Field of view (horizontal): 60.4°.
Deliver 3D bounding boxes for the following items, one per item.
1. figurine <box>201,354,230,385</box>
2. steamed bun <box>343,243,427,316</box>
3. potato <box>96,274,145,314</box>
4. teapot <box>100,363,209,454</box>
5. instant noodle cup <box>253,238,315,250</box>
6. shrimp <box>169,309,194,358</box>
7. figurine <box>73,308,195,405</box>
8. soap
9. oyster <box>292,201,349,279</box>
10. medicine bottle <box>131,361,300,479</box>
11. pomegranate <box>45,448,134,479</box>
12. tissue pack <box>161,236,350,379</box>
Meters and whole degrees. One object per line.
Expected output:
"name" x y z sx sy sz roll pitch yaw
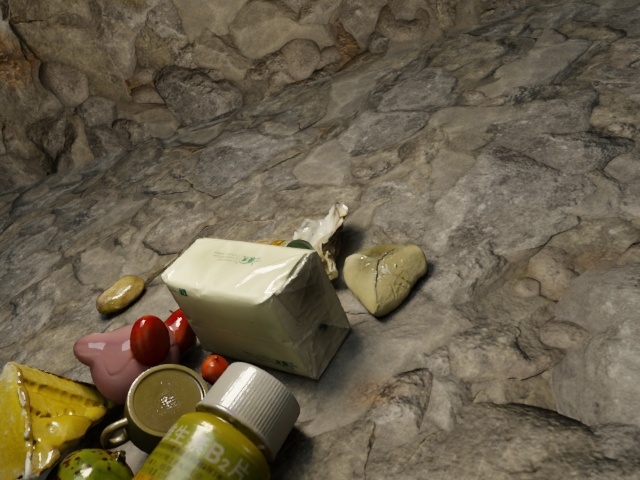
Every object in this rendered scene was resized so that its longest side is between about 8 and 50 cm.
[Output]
"figurine" -0.232 0.328 1.304 0.075 0.140 0.068 -19 31 9
"steamed bun" 0.168 0.069 1.441 0.212 0.110 0.231 -30 37 -9
"potato" -0.660 0.180 1.813 0.107 0.080 0.170 24 60 38
"teapot" -0.364 0.407 1.253 0.268 0.175 0.185 -14 51 -32
"instant noodle cup" -0.103 0.067 1.503 0.168 0.168 0.185 -48 19 -30
"shrimp" -0.421 0.272 1.570 0.132 0.051 0.187 -22 38 3
"figurine" -0.452 0.307 1.394 0.261 0.211 0.270 -19 -5 12
"soap" -0.578 0.457 1.253 0.169 0.339 0.304 -42 51 4
"oyster" 0.009 0.005 1.610 0.275 0.100 0.271 -13 54 61
"medicine bottle" -0.212 0.444 1.065 0.224 0.224 0.384 5 43 36
"pomegranate" -0.481 0.556 1.144 0.198 0.246 0.198 6 9 -1
"tissue pack" -0.157 0.156 1.354 0.380 0.297 0.207 4 42 37
